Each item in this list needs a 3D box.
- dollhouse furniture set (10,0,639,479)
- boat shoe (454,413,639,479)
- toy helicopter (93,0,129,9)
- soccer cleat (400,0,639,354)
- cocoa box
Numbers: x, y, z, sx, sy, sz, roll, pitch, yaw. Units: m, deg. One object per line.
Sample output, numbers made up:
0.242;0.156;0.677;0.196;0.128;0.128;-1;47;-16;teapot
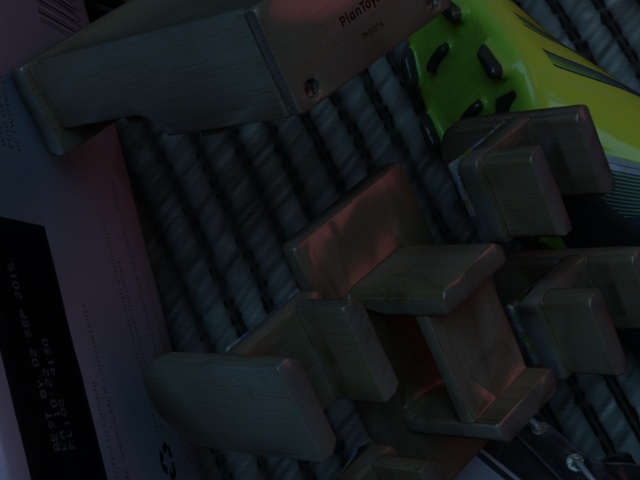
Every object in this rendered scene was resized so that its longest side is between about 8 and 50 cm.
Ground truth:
0.000;0.000;0.611;0.161;0.242;0.212;-3;29;47;dollhouse furniture set
0.136;0.133;0.662;0.219;0.078;0.070;37;79;21;boat shoe
-0.200;-0.238;0.824;0.355;0.140;0.235;-3;81;19;toy helicopter
0.156;-0.039;0.723;0.121;0.093;0.289;-26;63;-32;soccer cleat
-0.227;-0.003;0.642;0.228;0.231;0.347;-17;82;11;cocoa box
